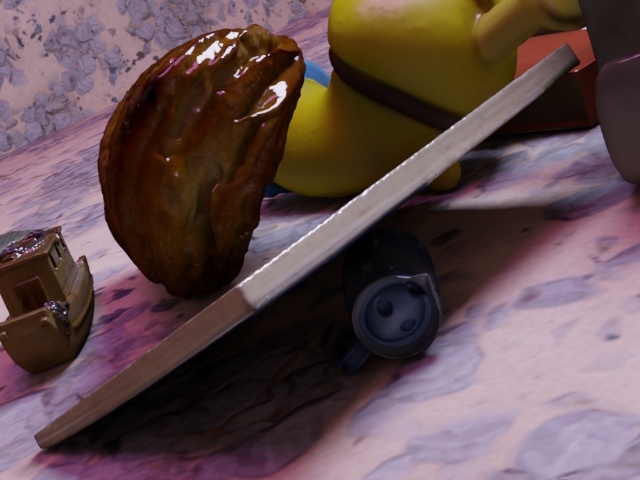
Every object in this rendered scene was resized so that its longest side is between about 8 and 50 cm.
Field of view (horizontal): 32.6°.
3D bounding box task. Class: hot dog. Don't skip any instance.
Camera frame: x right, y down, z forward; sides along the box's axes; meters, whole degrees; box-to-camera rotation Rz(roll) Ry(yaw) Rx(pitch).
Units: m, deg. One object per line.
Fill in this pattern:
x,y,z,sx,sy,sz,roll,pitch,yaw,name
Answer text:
-0.093,-0.063,0.780,0.272,0.122,0.196,-172,104,-77,hot dog

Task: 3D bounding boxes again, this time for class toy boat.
-0.202,0.037,0.793,0.057,0.077,0.200,-21,15,-2,toy boat

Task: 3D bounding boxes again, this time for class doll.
0.044,-0.114,0.838,0.145,0.199,0.363,5,-25,-35,doll

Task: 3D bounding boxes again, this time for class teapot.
0.028,0.028,0.556,0.064,0.049,0.083,-20,15,7,teapot

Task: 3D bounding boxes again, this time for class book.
0.000,0.000,0.627,0.322,0.018,0.228,-37,1,-43,book

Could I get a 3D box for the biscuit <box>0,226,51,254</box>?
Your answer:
-0.366,0.043,1.079,0.121,0.040,0.199,-7,20,39,biscuit

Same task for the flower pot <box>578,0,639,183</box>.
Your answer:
0.240,-0.209,0.691,0.165,0.254,0.367,-8,19,33,flower pot

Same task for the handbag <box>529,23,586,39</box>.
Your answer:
0.233,-0.207,1.055,0.151,0.072,0.193,-21,13,1,handbag

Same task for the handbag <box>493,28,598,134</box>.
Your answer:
0.172,-0.131,0.898,0.127,0.062,0.190,-33,21,-34,handbag
